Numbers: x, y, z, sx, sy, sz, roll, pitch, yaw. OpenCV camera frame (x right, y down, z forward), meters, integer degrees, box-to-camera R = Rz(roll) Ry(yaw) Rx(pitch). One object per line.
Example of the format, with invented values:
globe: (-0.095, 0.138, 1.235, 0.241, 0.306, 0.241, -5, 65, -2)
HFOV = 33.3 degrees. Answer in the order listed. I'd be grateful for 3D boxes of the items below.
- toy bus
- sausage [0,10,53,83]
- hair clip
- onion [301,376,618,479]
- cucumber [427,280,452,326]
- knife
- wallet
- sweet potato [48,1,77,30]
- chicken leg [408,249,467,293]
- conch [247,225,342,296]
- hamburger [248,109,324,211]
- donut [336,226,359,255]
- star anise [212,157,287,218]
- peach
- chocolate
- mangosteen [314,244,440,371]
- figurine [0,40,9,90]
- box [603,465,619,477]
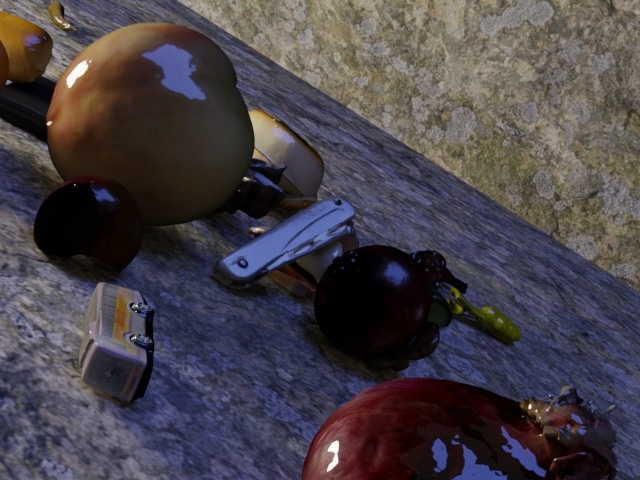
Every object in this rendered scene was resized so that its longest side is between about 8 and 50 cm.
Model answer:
toy bus: (-0.215, 0.104, 1.129, 0.072, 0.057, 0.172, 20, 17, -17)
sausage: (-0.590, -0.345, 1.721, 0.328, 0.112, 0.112, 22, 14, 6)
hair clip: (0.311, 0.145, 2.030, 0.173, 0.046, 0.072, 28, 19, -19)
onion: (0.157, 0.248, 0.960, 0.347, 0.285, 0.348, 32, 24, -16)
cucumber: (0.174, 0.095, 1.899, 0.116, 0.062, 0.115, 20, 23, -32)
knife: (-0.044, 0.004, 1.580, 0.073, 0.041, 0.265, 39, 46, 26)
wallet: (-0.443, -0.218, 1.741, 0.149, 0.044, 0.250, 25, 16, -5)
sweet potato: (-0.585, -0.505, 2.388, 0.041, 0.038, 0.153, -6, 35, -29)
chicken leg: (0.225, 0.065, 2.115, 0.205, 0.053, 0.093, -1, 58, -51)
conch: (-0.035, 0.027, 1.648, 0.176, 0.104, 0.094, 28, -4, -5)
hamburger: (-0.094, -0.148, 1.994, 0.237, 0.147, 0.237, 39, 5, -4)
donut: (0.000, 0.000, 1.760, 0.166, 0.117, 0.065, 13, 28, -51)
star anise: (-0.176, -0.098, 1.756, 0.236, 0.109, 0.223, 25, 15, 35)
peach: (-0.237, -0.162, 1.499, 0.292, 0.292, 0.247, 20, -18, -35)
chocolate: (-0.281, -0.016, 1.329, 0.124, 0.127, 0.133, 65, 7, 7)
mangosteen: (0.085, 0.102, 1.530, 0.199, 0.200, 0.200, 29, 15, -9)
figurine: (-0.513, -0.218, 1.469, 0.143, 0.143, 0.271, 24, 36, -24)
box: (0.422, 0.346, 1.661, 0.058, 0.015, 0.093, 40, 18, 34)
